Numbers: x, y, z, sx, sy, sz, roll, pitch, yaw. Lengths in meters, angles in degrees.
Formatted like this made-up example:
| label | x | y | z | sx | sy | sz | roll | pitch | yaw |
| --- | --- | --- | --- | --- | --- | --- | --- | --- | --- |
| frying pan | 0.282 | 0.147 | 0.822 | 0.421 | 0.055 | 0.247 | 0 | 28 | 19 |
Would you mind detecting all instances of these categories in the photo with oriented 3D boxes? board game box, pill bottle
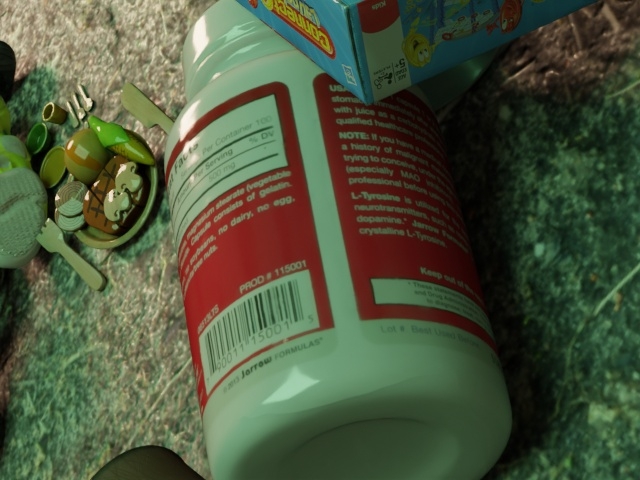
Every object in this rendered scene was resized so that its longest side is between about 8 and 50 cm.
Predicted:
| label | x | y | z | sx | sy | sz | roll | pitch | yaw |
| --- | --- | --- | --- | --- | --- | --- | --- | --- | --- |
| board game box | 0.083 | -0.257 | 1.491 | 0.308 | 0.086 | 0.302 | -25 | 38 | -17 |
| pill bottle | 0.000 | 0.000 | 1.496 | 0.229 | 0.229 | 0.408 | -36 | 48 | 32 |

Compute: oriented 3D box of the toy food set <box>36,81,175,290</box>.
| label | x | y | z | sx | sy | sz | roll | pitch | yaw |
| --- | --- | --- | --- | --- | --- | --- | --- | --- | --- |
| toy food set | -0.217 | -0.055 | 1.895 | 0.132 | 0.038 | 0.192 | 39 | 104 | 36 |

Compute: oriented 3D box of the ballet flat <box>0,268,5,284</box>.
| label | x | y | z | sx | sy | sz | roll | pitch | yaw |
| --- | --- | --- | --- | --- | --- | --- | --- | --- | --- |
| ballet flat | -0.393 | 0.091 | 2.025 | 0.070 | 0.070 | 0.188 | 33 | 100 | 50 |

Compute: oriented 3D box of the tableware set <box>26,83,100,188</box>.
| label | x | y | z | sx | sy | sz | roll | pitch | yaw |
| --- | --- | --- | --- | --- | --- | --- | --- | --- | --- |
| tableware set | -0.268 | -0.092 | 2.000 | 0.104 | 0.024 | 0.154 | -50 | 43 | 21 |

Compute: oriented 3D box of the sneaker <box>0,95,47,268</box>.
| label | x | y | z | sx | sy | sz | roll | pitch | yaw |
| --- | --- | --- | --- | --- | --- | --- | --- | --- | --- |
| sneaker | -0.356 | -0.046 | 2.047 | 0.126 | 0.091 | 0.240 | 118 | 143 | -47 |

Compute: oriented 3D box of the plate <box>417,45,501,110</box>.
| label | x | y | z | sx | sy | sz | roll | pitch | yaw |
| --- | --- | --- | --- | --- | --- | --- | --- | --- | --- |
| plate | 0.094 | -0.200 | 1.643 | 0.188 | 0.024 | 0.188 | -23 | 57 | 39 |

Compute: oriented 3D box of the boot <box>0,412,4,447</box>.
| label | x | y | z | sx | sy | sz | roll | pitch | yaw |
| --- | --- | --- | --- | --- | --- | --- | --- | --- | --- |
| boot | -0.419 | 0.124 | 1.968 | 0.161 | 0.083 | 0.246 | -11 | 81 | 31 |

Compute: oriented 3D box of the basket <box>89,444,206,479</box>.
| label | x | y | z | sx | sy | sz | roll | pitch | yaw |
| --- | --- | --- | --- | --- | --- | --- | --- | --- | --- |
| basket | -0.095 | 0.292 | 1.536 | 0.227 | 0.154 | 0.204 | 16 | 87 | 47 |

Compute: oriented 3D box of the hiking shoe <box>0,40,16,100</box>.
| label | x | y | z | sx | sy | sz | roll | pitch | yaw |
| --- | --- | --- | --- | --- | --- | --- | --- | --- | --- |
| hiking shoe | -0.429 | -0.188 | 2.176 | 0.227 | 0.086 | 0.114 | -30 | 56 | 37 |
